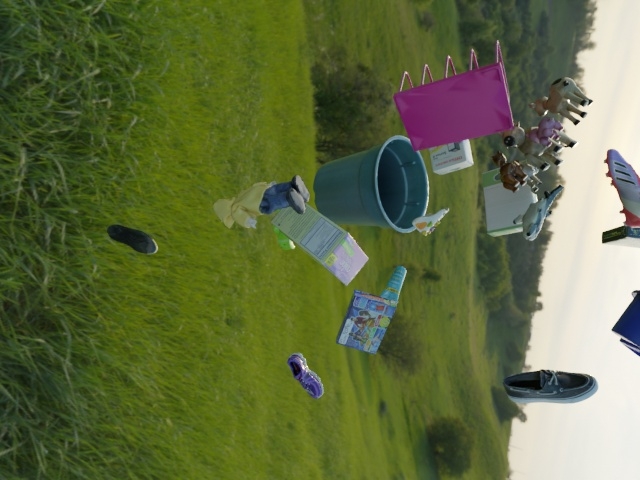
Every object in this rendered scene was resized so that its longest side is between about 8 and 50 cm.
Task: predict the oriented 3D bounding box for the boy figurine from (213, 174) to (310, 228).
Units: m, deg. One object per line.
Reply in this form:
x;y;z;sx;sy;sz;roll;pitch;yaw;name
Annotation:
-0.178;-0.092;1.219;0.092;0.285;0.177;56;32;-36;boy figurine

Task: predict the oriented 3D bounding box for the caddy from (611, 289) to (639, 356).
0.917;0.256;1.095;0.241;0.341;0.179;33;98;-42;caddy

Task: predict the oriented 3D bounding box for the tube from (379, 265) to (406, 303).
0.327;0.197;1.961;0.207;0.080;0.052;-57;153;-44;tube

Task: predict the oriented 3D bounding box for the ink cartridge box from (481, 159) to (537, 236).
0.669;-0.145;1.567;0.056;0.171;0.235;16;69;-41;ink cartridge box

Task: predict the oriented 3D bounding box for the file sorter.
0.397;-0.428;1.311;0.202;0.291;0.182;56;38;-38;file sorter

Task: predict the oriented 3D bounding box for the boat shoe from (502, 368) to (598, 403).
0.804;0.503;1.567;0.102;0.301;0.108;57;36;-27;boat shoe

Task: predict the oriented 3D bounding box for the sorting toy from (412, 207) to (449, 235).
0.262;-0.051;1.024;0.045;0.075;0.083;54;27;9;sorting toy

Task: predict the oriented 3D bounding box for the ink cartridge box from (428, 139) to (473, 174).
0.553;-0.409;1.910;0.093;0.154;0.212;2;77;-52;ink cartridge box

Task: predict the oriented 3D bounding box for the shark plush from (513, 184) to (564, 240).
0.573;-0.076;1.158;0.073;0.067;0.161;-127;-126;-64;shark plush

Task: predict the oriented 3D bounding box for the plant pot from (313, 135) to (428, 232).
0.173;-0.195;1.667;0.341;0.334;0.341;1;89;-47;plant pot

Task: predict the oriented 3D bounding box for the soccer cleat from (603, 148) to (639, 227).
0.911;-0.159;1.299;0.083;0.095;0.248;-12;85;-47;soccer cleat

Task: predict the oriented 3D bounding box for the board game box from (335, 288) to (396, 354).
0.140;0.260;1.399;0.035;0.136;0.201;-77;-175;-61;board game box

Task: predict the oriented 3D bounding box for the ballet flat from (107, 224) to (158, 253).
-0.530;-0.005;1.264;0.057;0.173;0.049;-66;163;-6;ballet flat

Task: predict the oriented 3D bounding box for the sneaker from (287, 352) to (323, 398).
-0.059;0.459;1.478;0.170;0.068;0.071;52;19;5;sneaker

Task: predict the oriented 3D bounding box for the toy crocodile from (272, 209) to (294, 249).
-0.145;-0.111;2.053;0.105;0.115;0.340;49;30;-44;toy crocodile

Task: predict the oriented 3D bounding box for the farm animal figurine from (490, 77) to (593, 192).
0.648;-0.318;1.337;0.327;0.172;0.330;-3;135;-49;farm animal figurine

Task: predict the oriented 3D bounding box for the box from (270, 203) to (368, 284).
0.000;0.000;1.392;0.117;0.243;0.213;-50;148;-4;box

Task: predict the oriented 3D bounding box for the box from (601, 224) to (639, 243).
1.306;-0.012;1.794;0.183;0.233;0.059;60;37;-80;box
